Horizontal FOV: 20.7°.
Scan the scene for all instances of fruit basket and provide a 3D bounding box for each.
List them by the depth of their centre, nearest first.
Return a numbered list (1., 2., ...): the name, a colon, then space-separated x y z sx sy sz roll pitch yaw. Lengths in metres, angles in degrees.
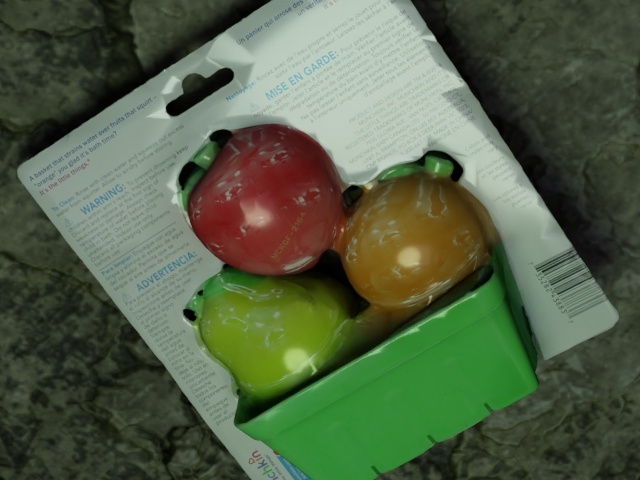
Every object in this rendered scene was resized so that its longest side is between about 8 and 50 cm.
1. fruit basket: 0.000 0.000 1.336 0.327 0.165 0.353 -32 100 15
